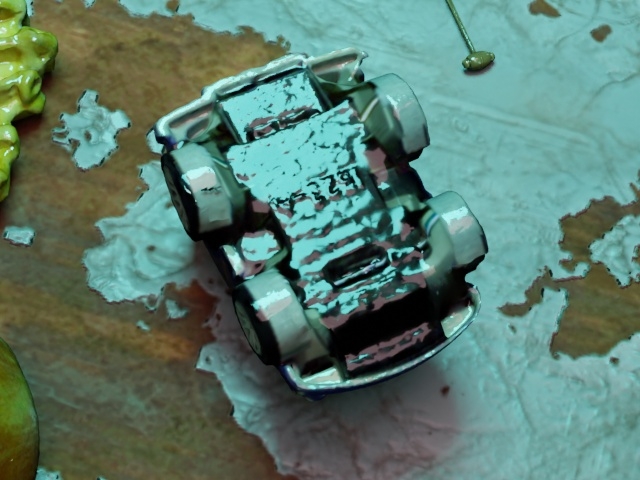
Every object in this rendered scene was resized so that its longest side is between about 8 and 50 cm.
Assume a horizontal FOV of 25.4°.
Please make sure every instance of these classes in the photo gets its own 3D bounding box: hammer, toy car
[{"bbox_3d":[0.107,-0.190,1.154,0.029,0.014,0.123,-14,66,-19],"label":"hammer"},{"bbox_3d":[0.000,0.000,0.986,0.172,0.158,0.235,-23,71,-12],"label":"toy car"}]

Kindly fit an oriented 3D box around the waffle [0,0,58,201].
[{"bbox_3d":[-0.302,-0.104,1.070,0.219,0.057,0.229,-10,68,-8],"label":"waffle"}]

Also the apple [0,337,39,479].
[{"bbox_3d":[-0.273,0.135,0.927,0.173,0.160,0.195,-5,72,-29],"label":"apple"}]
